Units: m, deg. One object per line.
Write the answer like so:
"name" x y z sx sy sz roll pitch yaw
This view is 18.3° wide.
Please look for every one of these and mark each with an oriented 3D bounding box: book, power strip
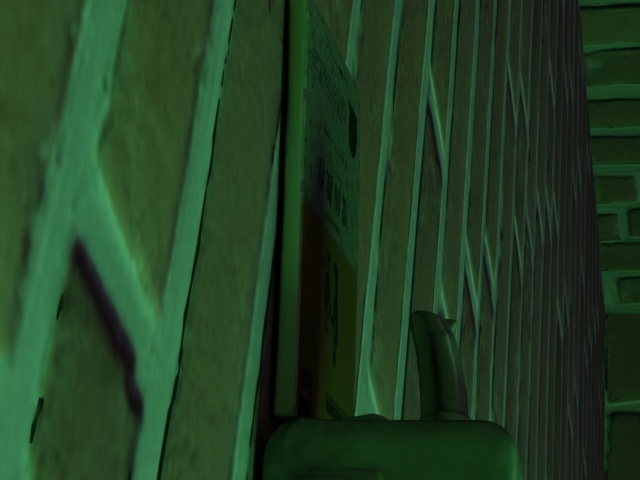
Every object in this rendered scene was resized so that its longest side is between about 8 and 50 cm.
"book" 0.000 0.000 0.809 0.118 0.012 0.172 55 35 -70
"power strip" 0.023 0.154 0.687 0.053 0.093 0.288 71 20 -63
